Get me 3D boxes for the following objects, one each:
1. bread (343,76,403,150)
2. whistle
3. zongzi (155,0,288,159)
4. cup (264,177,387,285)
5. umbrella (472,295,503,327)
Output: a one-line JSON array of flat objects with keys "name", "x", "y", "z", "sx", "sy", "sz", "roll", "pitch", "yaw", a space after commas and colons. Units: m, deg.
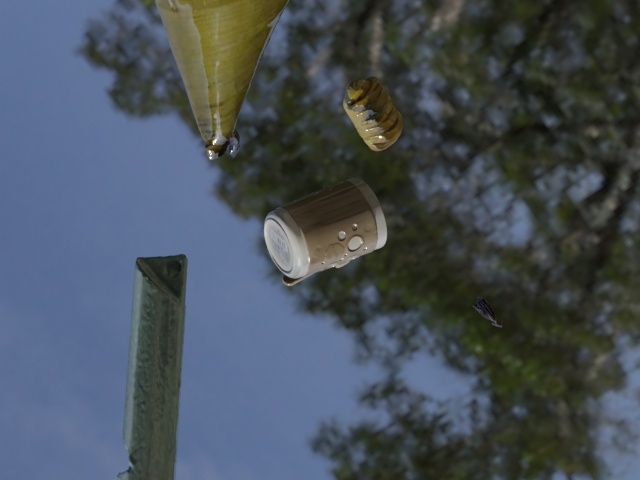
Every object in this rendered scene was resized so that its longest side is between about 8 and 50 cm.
[{"name": "bread", "x": 0.056, "y": -0.131, "z": 1.730, "sx": 0.033, "sy": 0.049, "sz": 0.088, "roll": 48, "pitch": 172, "yaw": 47}, {"name": "whistle", "x": -0.178, "y": 0.164, "z": 1.784, "sx": 0.062, "sy": 0.062, "sz": 0.312, "roll": 23, "pitch": -117, "yaw": -46}, {"name": "zongzi", "x": 0.001, "y": -0.193, "z": 0.911, "sx": 0.115, "sy": 0.228, "sz": 0.256, "roll": -140, "pitch": 31, "yaw": -79}, {"name": "cup", "x": -0.003, "y": -0.008, "z": 1.618, "sx": 0.099, "sy": 0.102, "sz": 0.074, "roll": -20, "pitch": -94, "yaw": -23}, {"name": "umbrella", "x": 0.220, "y": 0.094, "z": 2.194, "sx": 0.031, "sy": 0.020, "sz": 0.083, "roll": 56, "pitch": 176, "yaw": -23}]
